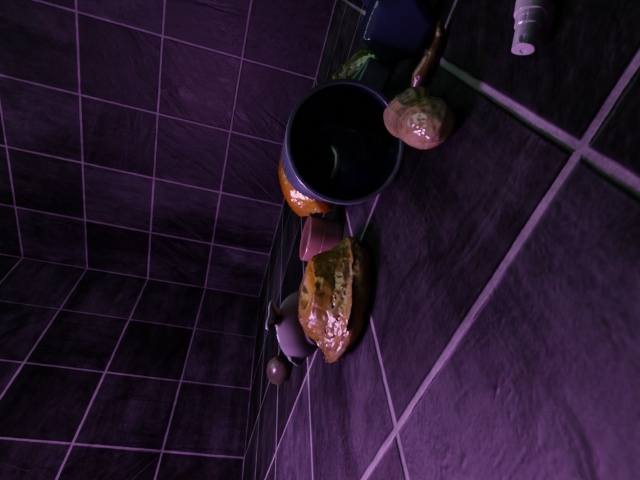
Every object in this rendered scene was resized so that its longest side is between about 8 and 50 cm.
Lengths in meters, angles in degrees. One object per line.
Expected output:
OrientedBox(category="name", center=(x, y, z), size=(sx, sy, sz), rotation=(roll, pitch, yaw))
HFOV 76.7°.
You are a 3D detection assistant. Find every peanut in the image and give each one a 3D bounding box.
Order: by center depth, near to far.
OrientedBox(category="peanut", center=(0.175, -0.218, 0.721), size=(0.098, 0.090, 0.214), rotation=(-44, 24, 14))

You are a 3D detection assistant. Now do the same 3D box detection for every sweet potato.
OrientedBox(category="sweet potato", center=(0.210, -0.349, 0.797), size=(0.041, 0.038, 0.153), rotation=(53, 133, 44))

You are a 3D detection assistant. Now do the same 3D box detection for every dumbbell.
OrientedBox(category="dumbbell", center=(0.166, -0.552, 0.938), size=(0.160, 0.144, 0.325), rotation=(117, 162, -48))

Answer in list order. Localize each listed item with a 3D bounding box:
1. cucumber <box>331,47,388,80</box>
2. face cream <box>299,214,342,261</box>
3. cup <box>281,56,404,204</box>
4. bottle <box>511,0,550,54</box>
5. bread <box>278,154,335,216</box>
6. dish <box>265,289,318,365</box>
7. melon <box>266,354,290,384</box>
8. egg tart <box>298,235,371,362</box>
OrientedBox(category="cucumber", center=(0.124, -0.472, 1.131), size=(0.244, 0.134, 0.135), rotation=(-177, 98, -75))
OrientedBox(category="face cream", center=(0.000, 0.000, 1.298), size=(0.149, 0.104, 0.149), rotation=(-168, 90, -78))
OrientedBox(category="cup", center=(0.028, -0.254, 0.999), size=(0.311, 0.256, 0.332), rotation=(-154, 61, -80))
OrientedBox(category="bottle", center=(0.262, -0.333, 0.482), size=(0.060, 0.060, 0.217), rotation=(-163, 84, -78))
OrientedBox(category="bread", center=(-0.026, -0.251, 1.279), size=(0.194, 0.179, 0.340), rotation=(-14, 48, 43))
OrientedBox(category="dish", center=(-0.047, 0.242, 1.166), size=(0.078, 0.246, 0.224), rotation=(-9, 63, 34))
OrientedBox(category="melon", center=(-0.169, 0.523, 1.632), size=(0.098, 0.097, 0.131), rotation=(-97, 21, -56))
OrientedBox(category="egg tart", center=(0.022, 0.141, 1.021), size=(0.341, 0.128, 0.342), rotation=(-170, 90, -77))
